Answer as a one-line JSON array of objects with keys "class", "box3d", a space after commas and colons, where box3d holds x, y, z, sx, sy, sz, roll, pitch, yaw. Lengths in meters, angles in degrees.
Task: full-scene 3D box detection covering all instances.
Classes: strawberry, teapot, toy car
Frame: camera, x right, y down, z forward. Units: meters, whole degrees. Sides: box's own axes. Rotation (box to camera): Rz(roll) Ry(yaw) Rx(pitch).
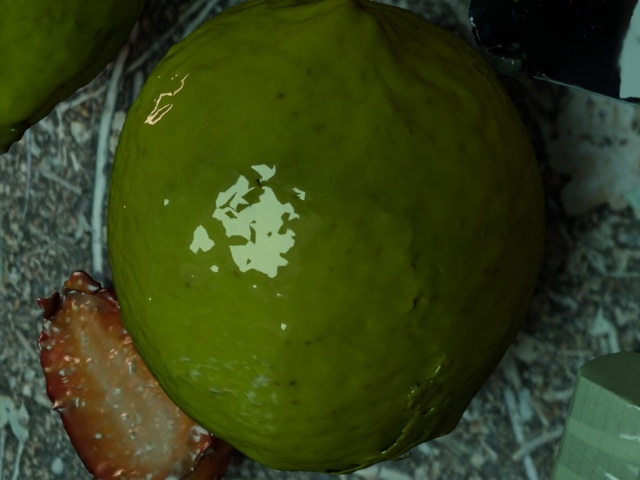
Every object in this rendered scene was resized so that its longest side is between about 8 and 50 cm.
[{"class": "strawberry", "box3d": [-0.122, 0.103, 1.276, 0.121, 0.082, 0.188, -42, 62, 16]}, {"class": "teapot", "box3d": [0.155, 0.165, 1.060, 0.107, 0.077, 0.200, 26, 115, 36]}, {"class": "toy car", "box3d": [0.167, -0.122, 1.000, 0.205, 0.056, 0.095, 22, 112, 34]}]

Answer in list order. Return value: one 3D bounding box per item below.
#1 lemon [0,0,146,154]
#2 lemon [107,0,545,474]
[{"class": "lemon", "box3d": [-0.231, -0.218, 1.174, 0.268, 0.268, 0.321, 7, 106, 38]}, {"class": "lemon", "box3d": [0.000, 0.000, 1.036, 0.253, 0.253, 0.310, 30, 139, 31]}]
